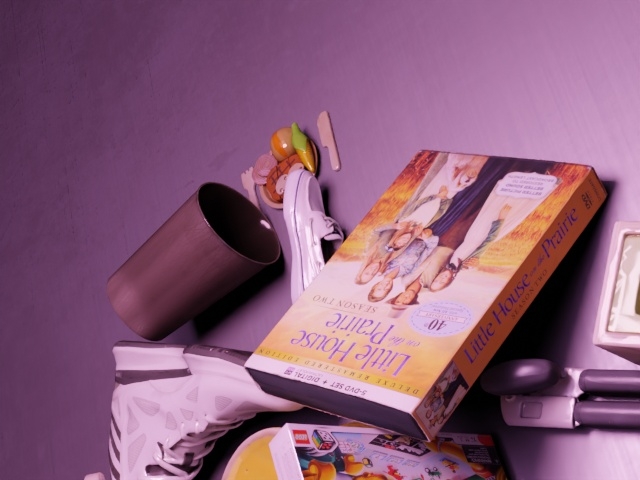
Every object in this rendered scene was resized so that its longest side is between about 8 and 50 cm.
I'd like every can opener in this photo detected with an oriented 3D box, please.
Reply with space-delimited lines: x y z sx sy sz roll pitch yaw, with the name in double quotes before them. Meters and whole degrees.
"can opener" 0.318 0.183 1.707 0.283 0.095 0.076 -4 70 44

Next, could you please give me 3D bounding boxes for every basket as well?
"basket" -0.202 0.039 2.195 0.227 0.204 0.154 -39 75 20

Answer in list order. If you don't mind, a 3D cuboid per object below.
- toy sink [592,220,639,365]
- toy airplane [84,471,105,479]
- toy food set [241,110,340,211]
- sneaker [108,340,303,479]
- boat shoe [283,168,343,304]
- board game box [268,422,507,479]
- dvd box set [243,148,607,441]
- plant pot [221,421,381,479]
"toy sink" 0.443 0.065 1.612 0.234 0.131 0.152 3 75 44
"toy airplane" -0.273 0.559 1.989 0.384 0.273 0.386 -140 51 -67
"toy food set" -0.058 -0.114 2.249 0.192 0.039 0.132 -36 50 28
"sneaker" -0.167 0.285 2.119 0.448 0.169 0.257 -3 79 52
"boat shoe" 0.000 0.000 2.125 0.076 0.083 0.226 -12 75 28
"board game box" 0.101 0.316 1.707 0.053 0.305 0.193 -54 42 38
"dvd box set" 0.132 0.052 1.839 0.308 0.062 0.420 10 52 47
"plant pot" 0.008 0.344 1.835 0.254 0.239 0.254 -19 60 38
